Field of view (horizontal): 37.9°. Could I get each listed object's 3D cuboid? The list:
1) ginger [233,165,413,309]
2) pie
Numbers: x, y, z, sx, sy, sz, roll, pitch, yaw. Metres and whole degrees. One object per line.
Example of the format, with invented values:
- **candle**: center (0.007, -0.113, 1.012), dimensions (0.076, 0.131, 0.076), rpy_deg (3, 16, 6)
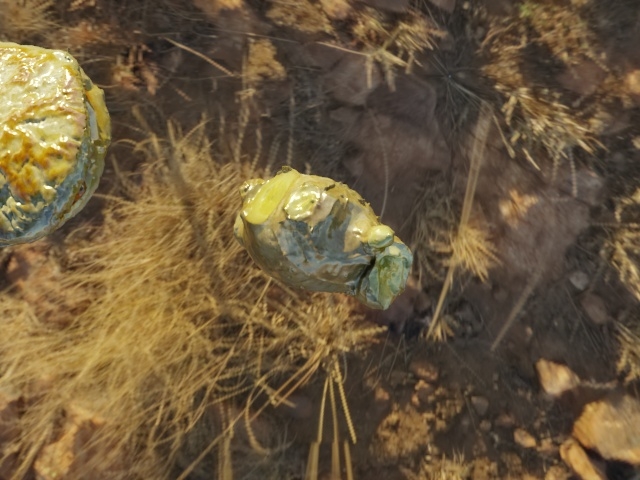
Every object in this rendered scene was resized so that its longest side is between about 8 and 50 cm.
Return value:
- **ginger**: center (0.000, 0.000, 0.857), dimensions (0.157, 0.216, 0.102), rpy_deg (43, 71, -24)
- **pie**: center (-0.290, -0.092, 0.874), dimensions (0.179, 0.084, 0.205), rpy_deg (-10, 68, 5)
